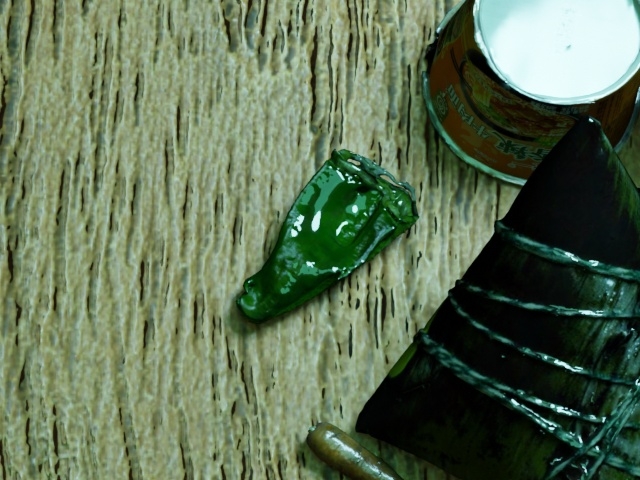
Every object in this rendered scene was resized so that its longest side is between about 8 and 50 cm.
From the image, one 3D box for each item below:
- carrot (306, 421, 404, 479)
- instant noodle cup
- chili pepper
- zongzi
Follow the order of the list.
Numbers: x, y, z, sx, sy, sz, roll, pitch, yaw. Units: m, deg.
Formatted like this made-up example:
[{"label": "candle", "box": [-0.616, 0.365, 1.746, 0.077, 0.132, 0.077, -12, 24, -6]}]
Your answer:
[{"label": "carrot", "box": [0.056, 0.228, 1.698, 0.165, 0.036, 0.036, 35, 76, 4]}, {"label": "instant noodle cup", "box": [0.223, -0.184, 1.743, 0.230, 0.182, 0.230, 1, 76, -3]}, {"label": "chili pepper", "box": [0.000, -0.001, 1.745, 0.216, 0.062, 0.108, -41, 74, -12]}, {"label": "zongzi", "box": [0.214, 0.056, 1.593, 0.319, 0.362, 0.383, 21, 76, 22]}]
